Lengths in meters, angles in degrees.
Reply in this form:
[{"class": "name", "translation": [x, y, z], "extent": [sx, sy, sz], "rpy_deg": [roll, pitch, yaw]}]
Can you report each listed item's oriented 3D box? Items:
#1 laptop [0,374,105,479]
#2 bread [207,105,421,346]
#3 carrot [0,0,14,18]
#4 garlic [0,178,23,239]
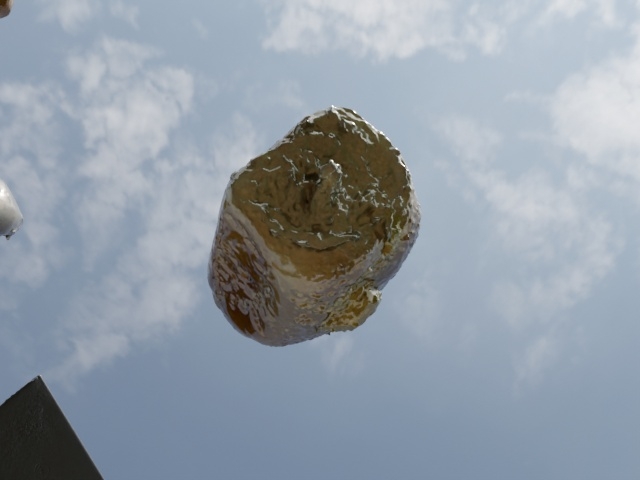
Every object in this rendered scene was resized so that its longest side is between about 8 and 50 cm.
[{"class": "laptop", "translation": [-0.342, 0.280, 1.242], "extent": [0.135, 0.016, 0.197], "rpy_deg": [-42, -68, -46]}, {"class": "bread", "translation": [0.000, 0.000, 1.040], "extent": [0.176, 0.246, 0.195], "rpy_deg": [39, -122, 12]}, {"class": "carrot", "translation": [-0.320, -0.291, 0.942], "extent": [0.082, 0.082, 0.173], "rpy_deg": [-3, -97, -2]}, {"class": "garlic", "translation": [-0.523, -0.011, 1.358], "extent": [0.237, 0.292, 0.210], "rpy_deg": [7, -91, 4]}]
